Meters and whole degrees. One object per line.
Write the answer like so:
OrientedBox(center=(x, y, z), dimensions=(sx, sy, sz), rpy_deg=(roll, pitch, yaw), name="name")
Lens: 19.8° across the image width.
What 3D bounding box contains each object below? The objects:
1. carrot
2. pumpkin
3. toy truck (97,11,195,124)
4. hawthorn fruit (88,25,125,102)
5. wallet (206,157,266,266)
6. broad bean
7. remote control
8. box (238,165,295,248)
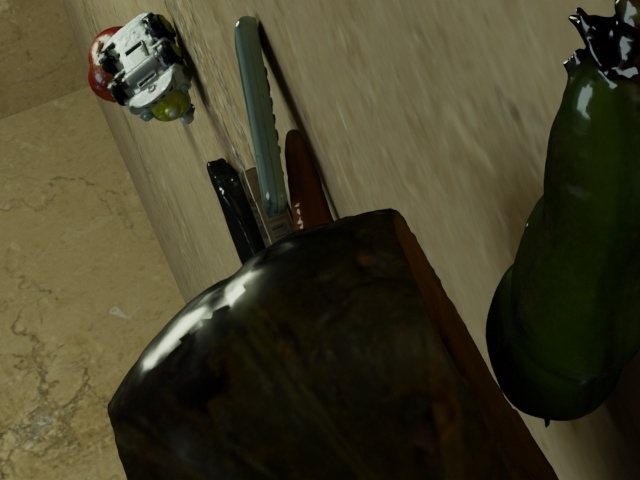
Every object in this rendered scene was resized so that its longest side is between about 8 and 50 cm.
OrientedBox(center=(0.000, 0.000, 1.146), dimensions=(0.035, 0.035, 0.142), rpy_deg=(138, 115, -82), name="carrot")
OrientedBox(center=(0.050, 0.151, 0.665), dimensions=(0.317, 0.139, 0.222), rpy_deg=(58, -178, 18), name="pumpkin")
OrientedBox(center=(-0.150, -0.151, 1.693), dimensions=(0.077, 0.076, 0.111), rpy_deg=(41, -161, -47), name="toy truck")
OrientedBox(center=(-0.210, -0.192, 1.991), dimensions=(0.093, 0.093, 0.093), rpy_deg=(159, 90, -83), name="hawthorn fruit")
OrientedBox(center=(-0.045, 0.063, 1.678), dimensions=(0.146, 0.030, 0.285), rpy_deg=(-124, 15, -72), name="wallet")
OrientedBox(center=(0.078, 0.014, 0.559), dimensions=(0.297, 0.043, 0.060), rpy_deg=(90, 169, -69), name="broad bean")
OrientedBox(center=(-0.038, -0.078, 1.161), dimensions=(0.053, 0.018, 0.124), rpy_deg=(106, 155, -78), name="remote control")
OrientedBox(center=(-0.036, -0.017, 1.390), dimensions=(0.053, 0.024, 0.083), rpy_deg=(171, 77, -83), name="box")
